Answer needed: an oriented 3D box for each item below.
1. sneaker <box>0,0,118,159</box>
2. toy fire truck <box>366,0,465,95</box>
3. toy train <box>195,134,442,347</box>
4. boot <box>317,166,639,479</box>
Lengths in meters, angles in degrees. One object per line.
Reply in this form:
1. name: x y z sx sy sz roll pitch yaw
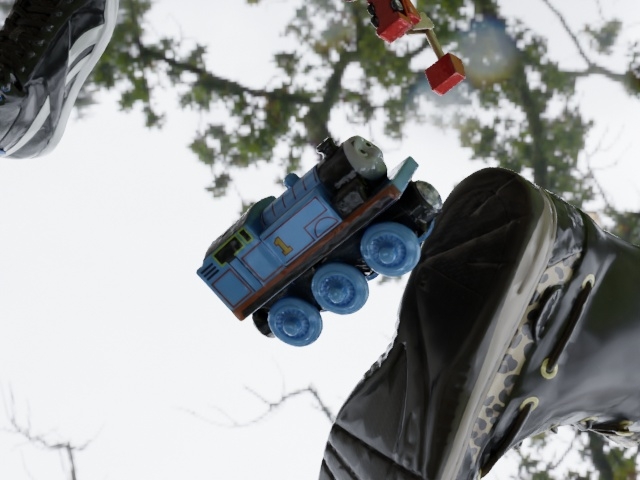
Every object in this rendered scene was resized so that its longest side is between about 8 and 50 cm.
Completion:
1. sneaker: -0.245 -0.159 0.807 0.079 0.216 0.121 29 -160 17
2. toy fire truck: 0.128 -0.308 1.380 0.135 0.047 0.192 21 -135 -41
3. toy train: 0.000 0.000 0.709 0.184 0.105 0.080 -39 -171 29
4. boot: 0.172 0.143 0.826 0.284 0.377 0.138 13 -168 -34
